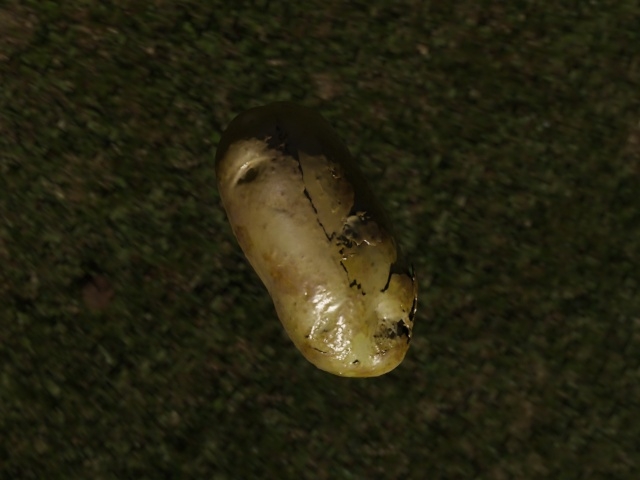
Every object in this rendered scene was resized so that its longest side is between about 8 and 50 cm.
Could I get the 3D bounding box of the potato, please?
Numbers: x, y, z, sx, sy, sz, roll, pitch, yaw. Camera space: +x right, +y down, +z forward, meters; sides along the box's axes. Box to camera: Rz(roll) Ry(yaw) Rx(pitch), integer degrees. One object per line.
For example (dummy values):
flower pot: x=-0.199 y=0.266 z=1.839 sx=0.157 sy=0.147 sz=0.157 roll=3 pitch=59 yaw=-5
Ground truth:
potato: x=0.000 y=0.000 z=0.911 sx=0.080 sy=0.107 sz=0.170 roll=-29 pitch=95 yaw=14
